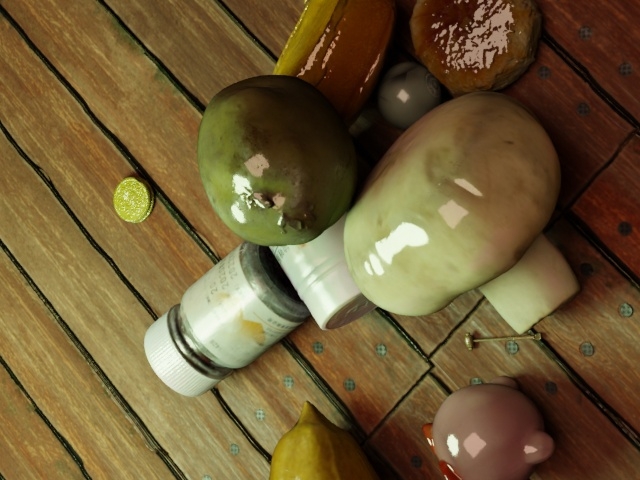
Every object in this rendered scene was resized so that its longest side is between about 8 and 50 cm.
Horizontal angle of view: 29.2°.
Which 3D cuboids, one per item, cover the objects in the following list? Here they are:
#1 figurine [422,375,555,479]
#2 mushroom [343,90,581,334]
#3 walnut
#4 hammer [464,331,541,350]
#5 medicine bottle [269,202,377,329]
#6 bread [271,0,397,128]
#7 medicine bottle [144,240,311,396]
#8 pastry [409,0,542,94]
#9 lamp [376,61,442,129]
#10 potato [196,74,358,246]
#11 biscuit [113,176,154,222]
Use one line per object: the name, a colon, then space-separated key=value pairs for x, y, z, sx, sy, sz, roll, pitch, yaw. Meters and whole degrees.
figurine: x=0.248 y=0.289 z=1.807 sx=0.173 sy=0.173 sz=0.173 roll=1 pitch=91 yaw=30
mushroom: x=0.196 y=-0.026 z=1.735 sx=0.353 sy=0.325 sz=0.353 roll=-3 pitch=82 yaw=22
walnut: x=0.008 y=0.417 z=1.930 sx=0.209 sy=0.209 sz=0.336 roll=-21 pitch=73 yaw=29
hammer: x=0.278 y=0.150 z=1.871 sx=0.123 sy=0.014 sz=0.029 roll=-7 pitch=96 yaw=29
medicine bottle: x=0.000 y=0.000 z=1.948 sx=0.152 sy=0.152 sz=0.254 roll=-40 pitch=71 yaw=25
bread: x=0.021 y=-0.278 z=1.909 sx=0.269 sy=0.143 sz=0.195 roll=-61 pitch=21 yaw=10
medicine bottle: x=-0.149 y=0.127 z=2.031 sx=0.273 sy=0.165 sz=0.165 roll=-40 pitch=72 yaw=24
pastry: x=0.232 y=-0.318 z=1.843 sx=0.182 sy=0.093 sz=0.192 roll=-46 pitch=69 yaw=20
lamp: x=0.137 y=-0.223 z=1.892 sx=0.105 sy=0.105 sz=0.105 roll=1 pitch=91 yaw=30
potato: x=-0.062 y=-0.115 z=1.738 sx=0.221 sy=0.326 sz=0.243 roll=-18 pitch=93 yaw=7
biscuit: x=-0.337 y=-0.073 z=2.215 sx=0.084 sy=0.023 sz=0.084 roll=1 pitch=91 yaw=30
